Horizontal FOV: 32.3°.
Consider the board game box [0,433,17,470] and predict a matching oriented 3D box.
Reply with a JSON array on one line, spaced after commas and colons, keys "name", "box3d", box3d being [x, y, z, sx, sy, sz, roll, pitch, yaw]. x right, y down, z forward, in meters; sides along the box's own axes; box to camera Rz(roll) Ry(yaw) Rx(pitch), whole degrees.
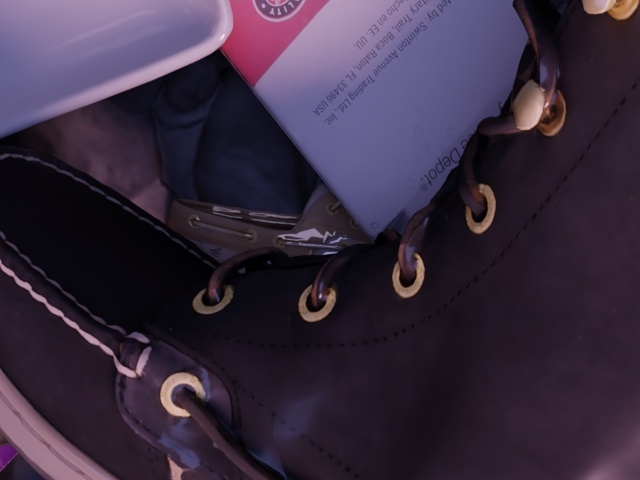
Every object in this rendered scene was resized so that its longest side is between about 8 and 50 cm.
[{"name": "board game box", "box3d": [-0.266, 0.030, 0.479, 0.208, 0.347, 0.056, -43, 46, 9]}]

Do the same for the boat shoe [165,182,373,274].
[{"name": "boat shoe", "box3d": [0.000, 0.000, 0.567, 0.170, 0.063, 0.059, -1, 100, 5]}]

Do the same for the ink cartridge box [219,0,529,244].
[{"name": "ink cartridge box", "box3d": [0.104, -0.076, 0.476, 0.207, 0.117, 0.283, -42, 82, 32]}]

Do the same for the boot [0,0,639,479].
[{"name": "boot", "box3d": [0.035, 0.007, 0.389, 0.377, 0.138, 0.284, 38, 119, 16]}]

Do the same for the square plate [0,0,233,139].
[{"name": "square plate", "box3d": [-0.232, -0.196, 0.533, 0.347, 0.049, 0.344, -19, 92, 25]}]
